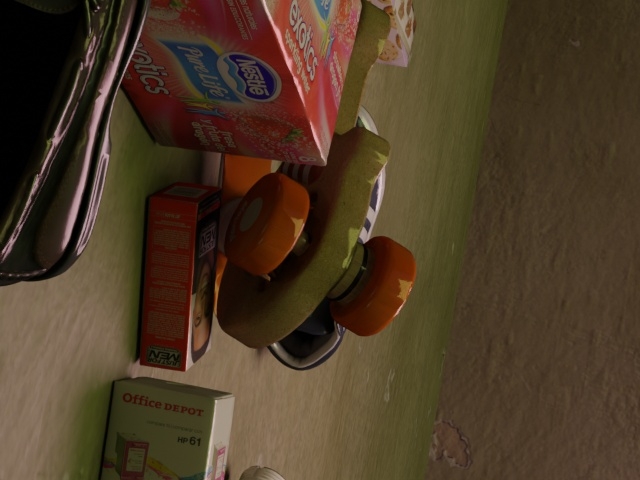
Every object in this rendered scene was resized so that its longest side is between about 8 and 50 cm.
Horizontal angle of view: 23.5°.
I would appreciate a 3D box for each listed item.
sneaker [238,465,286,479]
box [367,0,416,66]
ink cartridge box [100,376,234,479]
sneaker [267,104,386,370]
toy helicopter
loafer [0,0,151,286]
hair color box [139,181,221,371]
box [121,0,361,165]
[{"bbox_3d":[-0.076,0.337,1.557,0.094,0.081,0.208,-41,132,-60],"label":"sneaker"},{"bbox_3d":[0.056,-0.301,1.723,0.324,0.067,0.063,69,32,-66],"label":"box"},{"bbox_3d":[-0.123,0.174,1.211,0.052,0.088,0.122,12,86,-74],"label":"ink cartridge box"},{"bbox_3d":[0.000,0.000,1.599,0.153,0.099,0.282,-57,155,-64],"label":"sneaker"},{"bbox_3d":[-0.012,-0.062,1.363,0.235,0.140,0.355,-30,-143,51],"label":"toy helicopter"},{"bbox_3d":[-0.161,-0.117,0.852,0.095,0.109,0.302,-27,127,-69],"label":"loafer"},{"bbox_3d":[-0.114,0.029,1.257,0.072,0.043,0.141,-44,141,-71],"label":"hair color box"},{"bbox_3d":[-0.070,-0.188,1.095,0.300,0.142,0.154,68,32,-65],"label":"box"}]
